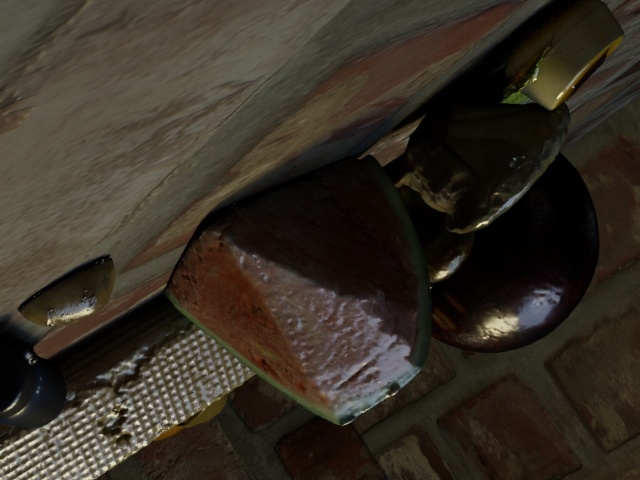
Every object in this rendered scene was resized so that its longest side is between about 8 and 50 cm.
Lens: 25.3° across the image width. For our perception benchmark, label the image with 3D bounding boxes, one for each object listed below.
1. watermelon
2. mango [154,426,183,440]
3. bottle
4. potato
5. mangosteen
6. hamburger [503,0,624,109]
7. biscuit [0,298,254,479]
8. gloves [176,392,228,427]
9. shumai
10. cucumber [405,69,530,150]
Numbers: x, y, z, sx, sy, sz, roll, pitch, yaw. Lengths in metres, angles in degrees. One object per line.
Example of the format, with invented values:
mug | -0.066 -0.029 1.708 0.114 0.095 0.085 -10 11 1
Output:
watermelon | -0.050 0.065 1.495 0.292 0.283 0.250 6 132 -39
mango | -0.219 0.213 2.114 0.151 0.120 0.221 -34 -178 38
bottle | -0.279 0.131 1.300 0.082 0.072 0.244 -45 176 -7
potato | -0.204 0.048 1.202 0.093 0.036 0.037 -30 177 -28
mangosteen | 0.204 -0.007 1.903 0.347 0.307 0.307 14 140 -42
hamburger | 0.246 -0.194 1.484 0.141 0.081 0.126 -48 173 15
biscuit | -0.210 0.161 1.646 0.426 0.078 0.144 -33 130 -23
gloves | -0.177 0.169 1.849 0.154 0.141 0.331 -35 174 28
shumai | 0.170 -0.106 1.562 0.201 0.120 0.201 -44 -166 13
cucumber | 0.187 -0.155 1.668 0.220 0.046 0.070 -35 172 -3
